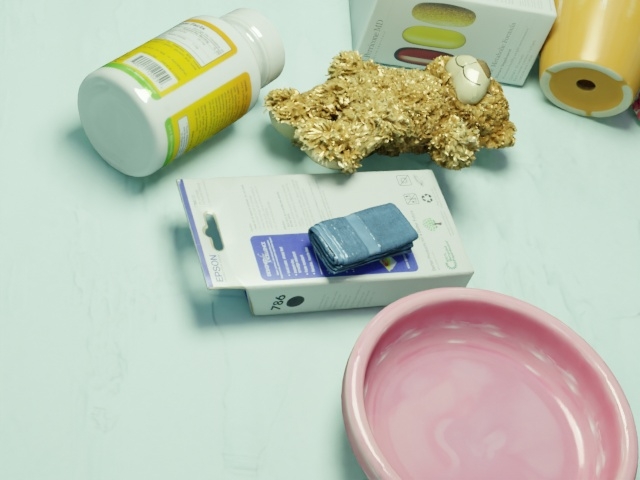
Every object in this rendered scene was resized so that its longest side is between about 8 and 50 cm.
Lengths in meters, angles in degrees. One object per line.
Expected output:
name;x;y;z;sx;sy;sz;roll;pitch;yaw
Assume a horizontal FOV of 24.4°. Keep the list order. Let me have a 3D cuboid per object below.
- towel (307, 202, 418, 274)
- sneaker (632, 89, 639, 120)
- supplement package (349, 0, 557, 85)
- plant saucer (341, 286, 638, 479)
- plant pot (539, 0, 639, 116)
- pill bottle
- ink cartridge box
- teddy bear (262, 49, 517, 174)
towel;0.048;-0.003;1.687;0.119;0.029;0.067;-17;59;-30
sneaker;0.540;-0.151;2.025;0.112;0.121;0.299;20;26;-52
supplement package;0.174;-0.317;2.002;0.244;0.139;0.134;7;49;-12
plant saucer;0.177;0.204;1.609;0.332;0.084;0.332;10;50;-12
plant pot;0.381;-0.280;2.019;0.205;0.205;0.188;20;63;-3
pill bottle;-0.159;-0.187;1.779;0.136;0.136;0.245;41;50;16
ink cartridge box;0.000;0.000;1.729;0.332;0.065;0.165;-2;53;-22
teddy bear;0.094;-0.166;1.841;0.338;0.113;0.245;-2;26;-15
